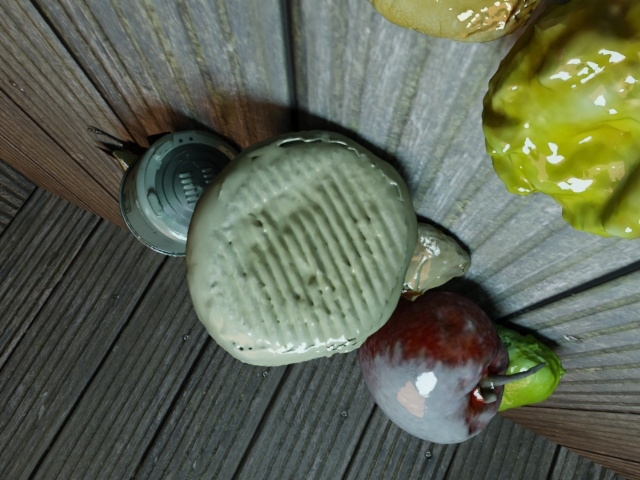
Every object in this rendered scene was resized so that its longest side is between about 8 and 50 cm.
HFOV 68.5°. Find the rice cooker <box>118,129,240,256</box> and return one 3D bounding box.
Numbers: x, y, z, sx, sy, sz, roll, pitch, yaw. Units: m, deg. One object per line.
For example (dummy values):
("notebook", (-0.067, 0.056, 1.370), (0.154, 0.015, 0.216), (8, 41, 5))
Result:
("rice cooker", (-0.272, -0.092, 0.956), (0.227, 0.241, 0.281), (-12, 101, 58))

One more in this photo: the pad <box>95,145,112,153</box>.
("pad", (-0.520, -0.209, 1.345), (0.243, 0.004, 0.163), (20, 169, 33))

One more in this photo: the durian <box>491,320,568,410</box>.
("durian", (0.413, 0.305, 1.149), (0.339, 0.204, 0.256), (17, 149, 40))

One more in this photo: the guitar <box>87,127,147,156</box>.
("guitar", (-0.514, -0.244, 1.240), (0.233, 0.025, 0.088), (26, 168, 5))

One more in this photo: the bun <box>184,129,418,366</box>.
("bun", (-0.028, 0.012, 0.729), (0.359, 0.360, 0.211), (26, 171, 3))

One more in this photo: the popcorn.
("popcorn", (0.219, -0.095, 0.337), (0.197, 0.155, 0.197), (46, 170, 10))

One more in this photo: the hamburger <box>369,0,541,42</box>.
("hamburger", (0.092, -0.203, 0.314), (0.147, 0.083, 0.138), (23, 159, 9))

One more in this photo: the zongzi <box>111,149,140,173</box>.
("zongzi", (-0.452, -0.131, 1.230), (0.274, 0.125, 0.250), (29, 153, -35))

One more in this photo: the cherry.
("cherry", (0.231, 0.260, 1.005), (0.326, 0.291, 0.335), (61, 152, -5))

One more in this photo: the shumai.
("shumai", (0.169, 0.043, 0.877), (0.201, 0.120, 0.201), (26, 167, 7))
